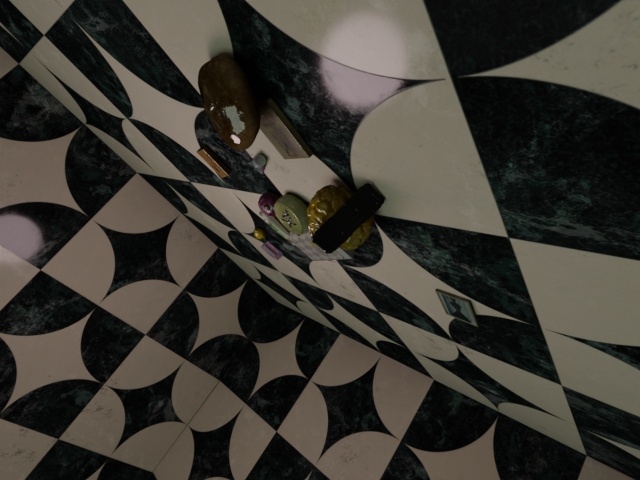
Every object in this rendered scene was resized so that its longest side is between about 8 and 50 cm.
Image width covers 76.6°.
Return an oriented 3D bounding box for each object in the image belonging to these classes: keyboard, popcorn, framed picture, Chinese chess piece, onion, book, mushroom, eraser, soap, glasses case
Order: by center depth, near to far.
[{"bbox_3d":[-0.278,-0.412,1.227,0.278,0.146,0.278,38,146,32],"label":"mushroom"},{"bbox_3d":[0.088,-0.067,1.308,0.106,0.262,0.016,40,-168,-26],"label":"keyboard"},{"bbox_3d":[-0.138,-0.358,1.328,0.161,0.026,0.231,12,149,52],"label":"book"},{"bbox_3d":[0.065,-0.073,1.433,0.251,0.189,0.250,21,151,13],"label":"popcorn"},{"bbox_3d":[0.560,0.275,1.656,0.150,0.015,0.203,19,155,42],"label":"framed picture"},{"bbox_3d":[-0.118,-0.111,1.757,0.189,0.083,0.188,38,155,21],"label":"Chinese chess piece"},{"bbox_3d":[-0.226,-0.167,1.857,0.115,0.115,0.104,35,-155,2],"label":"onion"},{"bbox_3d":[-0.001,0.000,1.871,0.213,0.082,0.397,41,161,-18],"label":"eraser"},{"bbox_3d":[-0.497,-0.372,1.907,0.065,0.041,0.170,-4,137,46],"label":"glasses case"},{"bbox_3d":[-0.311,0.069,2.628,0.149,0.056,0.100,42,163,-17],"label":"soap"}]

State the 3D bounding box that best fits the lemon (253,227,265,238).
[{"bbox_3d":[-0.367,-0.041,2.447,0.065,0.065,0.092,16,159,45],"label":"lemon"}]

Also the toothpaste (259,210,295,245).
[{"bbox_3d":[-0.213,-0.060,2.162,0.314,0.056,0.058,46,-160,-37],"label":"toothpaste"}]

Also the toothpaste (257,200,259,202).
[{"bbox_3d":[-0.278,-0.181,2.021,0.083,0.017,0.020,21,156,39],"label":"toothpaste"}]

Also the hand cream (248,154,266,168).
[{"bbox_3d":[-0.256,-0.307,1.645,0.076,0.047,0.174,39,170,-10],"label":"hand cream"}]
